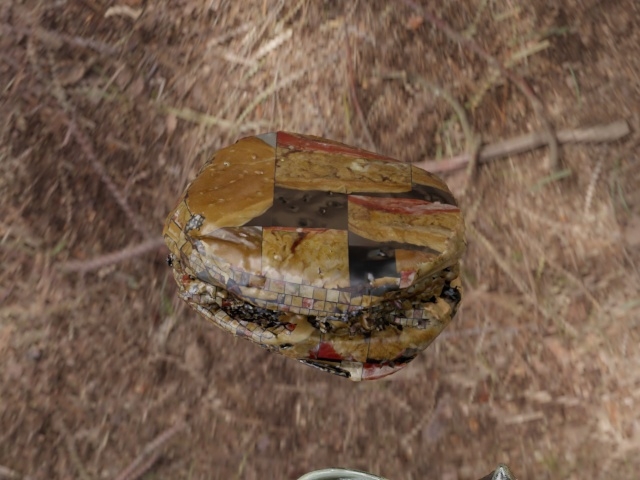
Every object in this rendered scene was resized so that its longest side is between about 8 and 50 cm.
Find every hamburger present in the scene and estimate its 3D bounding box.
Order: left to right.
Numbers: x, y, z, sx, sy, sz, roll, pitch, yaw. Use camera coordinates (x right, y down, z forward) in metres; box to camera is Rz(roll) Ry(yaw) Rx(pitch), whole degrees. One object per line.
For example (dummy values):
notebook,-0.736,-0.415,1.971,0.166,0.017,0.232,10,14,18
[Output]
hamburger,0.000,0.000,1.096,0.231,0.231,0.106,6,128,-1

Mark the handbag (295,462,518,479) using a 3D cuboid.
handbag,0.100,0.274,1.018,0.315,0.109,0.241,40,119,-10
